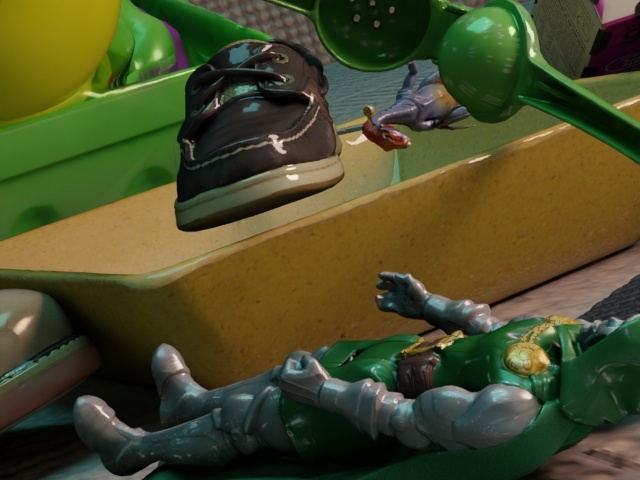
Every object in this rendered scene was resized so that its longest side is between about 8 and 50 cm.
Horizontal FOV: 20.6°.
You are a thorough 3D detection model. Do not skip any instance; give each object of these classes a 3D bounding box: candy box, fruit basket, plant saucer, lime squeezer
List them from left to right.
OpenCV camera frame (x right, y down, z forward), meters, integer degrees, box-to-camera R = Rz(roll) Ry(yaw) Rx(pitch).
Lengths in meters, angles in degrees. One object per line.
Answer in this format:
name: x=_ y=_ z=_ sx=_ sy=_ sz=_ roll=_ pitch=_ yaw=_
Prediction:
fruit basket: x=-0.225 y=-0.113 z=1.060 sx=0.392 sy=0.392 sz=0.283 roll=-21 pitch=29 yaw=-30
plant saucer: x=0.000 y=0.000 z=0.917 sx=0.333 sy=0.081 sz=0.333 roll=-20 pitch=9 yaw=-26
lime squeezer: x=0.045 y=-0.095 z=0.784 sx=0.310 sy=0.059 sz=0.110 roll=26 pitch=3 yaw=24
candy box: x=0.210 y=-0.130 z=1.068 sx=0.159 sy=0.071 sz=0.233 roll=-19 pitch=-17 yaw=-6

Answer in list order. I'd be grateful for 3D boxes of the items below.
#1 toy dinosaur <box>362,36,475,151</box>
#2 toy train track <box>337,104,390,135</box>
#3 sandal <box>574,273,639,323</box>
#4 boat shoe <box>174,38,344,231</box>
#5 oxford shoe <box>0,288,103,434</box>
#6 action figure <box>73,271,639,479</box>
toy dinosaur: x=0.055 y=-0.062 z=0.882 sx=0.082 sy=0.047 sz=0.090 roll=-28 pitch=-22 yaw=-17
toy train track: x=0.025 y=-0.070 z=1.003 sx=0.083 sy=0.014 sz=0.048 roll=-10 pitch=10 yaw=39
sandal: x=0.197 y=0.001 z=0.671 sx=0.254 sy=0.054 sz=0.097 roll=-30 pitch=6 yaw=-22
boat shoe: x=-0.033 y=-0.056 z=0.816 sx=0.080 sy=0.073 sz=0.223 roll=-15 pitch=8 yaw=7
oxford shoe: x=-0.287 y=0.059 z=0.850 sx=0.397 sy=0.146 sz=0.140 roll=-12 pitch=9 yaw=26
action figure: x=0.021 y=0.053 z=0.604 sx=0.232 sy=0.063 sz=0.137 roll=-11 pitch=16 yaw=36
